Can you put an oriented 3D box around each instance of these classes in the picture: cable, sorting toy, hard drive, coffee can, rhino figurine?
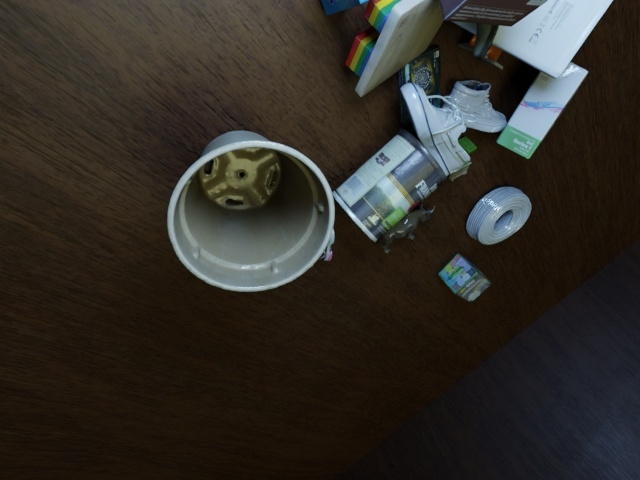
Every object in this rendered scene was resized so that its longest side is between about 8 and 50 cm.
[{"bbox_3d":[0.713,-0.094,1.667,0.256,0.089,0.257,16,118,-39],"label":"cable"},{"bbox_3d":[0.184,-0.491,0.937,0.255,0.089,0.257,-41,175,-20],"label":"sorting toy"},{"bbox_3d":[0.490,-0.584,1.000,0.352,0.047,0.233,27,116,-4],"label":"hard drive"},{"bbox_3d":[0.199,-0.159,1.230,0.275,0.202,0.201,-41,136,9],"label":"coffee can"},{"bbox_3d":[0.308,-0.057,1.477,0.243,0.073,0.106,-30,139,-6],"label":"rhino figurine"}]

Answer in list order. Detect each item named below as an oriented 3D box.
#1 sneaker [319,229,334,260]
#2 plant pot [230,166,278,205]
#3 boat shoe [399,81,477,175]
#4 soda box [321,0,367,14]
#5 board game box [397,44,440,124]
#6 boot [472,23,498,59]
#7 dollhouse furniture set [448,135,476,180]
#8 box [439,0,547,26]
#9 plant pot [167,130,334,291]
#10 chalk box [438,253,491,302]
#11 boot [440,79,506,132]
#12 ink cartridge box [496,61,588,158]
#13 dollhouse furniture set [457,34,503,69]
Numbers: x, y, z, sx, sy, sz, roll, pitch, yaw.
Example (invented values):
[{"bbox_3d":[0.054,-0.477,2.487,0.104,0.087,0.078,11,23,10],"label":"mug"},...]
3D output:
[{"bbox_3d":[0.000,0.000,1.350,0.077,0.072,0.179,-6,125,-12],"label":"sneaker"},{"bbox_3d":[-0.135,-0.135,1.177,0.236,0.032,0.237,-16,134,-17],"label":"plant pot"},{"bbox_3d":[0.348,-0.319,1.157,0.156,0.136,0.367,-27,139,19],"label":"boat shoe"},{"bbox_3d":[0.057,-0.508,0.829,0.067,0.210,0.071,-30,118,-5],"label":"soda box"},{"bbox_3d":[0.277,-0.430,1.165,0.126,0.026,0.186,-25,136,-9],"label":"board game box"},{"bbox_3d":[0.350,-0.566,0.975,0.083,0.161,0.247,-47,148,-59],"label":"boot"},{"bbox_3d":[0.473,-0.276,1.417,0.076,0.059,0.152,-30,156,-15],"label":"dollhouse furniture set"},{"bbox_3d":[0.306,-0.621,0.780,0.190,0.382,0.143,-8,175,-24],"label":"box"},{"bbox_3d":[-0.169,-0.107,0.957,0.333,0.306,0.334,-8,121,-13],"label":"plant pot"},{"bbox_3d":[0.612,0.157,1.799,0.132,0.132,0.213,-47,134,15],"label":"chalk box"},{"bbox_3d":[0.488,-0.407,1.256,0.258,0.095,0.124,-3,135,-27],"label":"boot"},{"bbox_3d":[0.690,-0.412,1.300,0.201,0.117,0.278,-28,148,-56],"label":"ink cartridge box"},{"bbox_3d":[0.544,-0.585,1.107,0.258,0.135,0.262,10,121,-36],"label":"dollhouse furniture set"}]
